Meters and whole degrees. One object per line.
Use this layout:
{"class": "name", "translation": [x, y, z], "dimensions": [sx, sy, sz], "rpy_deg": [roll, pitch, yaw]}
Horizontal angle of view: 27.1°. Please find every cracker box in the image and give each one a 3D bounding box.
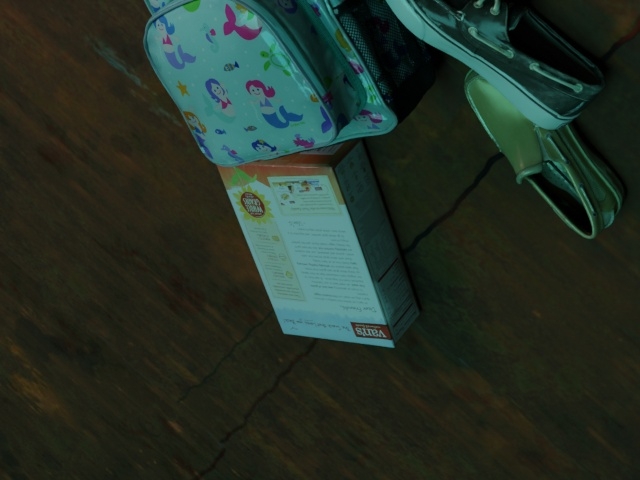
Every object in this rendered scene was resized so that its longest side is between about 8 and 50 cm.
{"class": "cracker box", "translation": [0.000, 0.000, 1.428], "dimensions": [0.155, 0.067, 0.232], "rpy_deg": [5, 127, 36]}

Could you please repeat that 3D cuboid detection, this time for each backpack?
{"class": "backpack", "translation": [-0.045, -0.200, 1.205], "dimensions": [0.225, 0.191, 0.254], "rpy_deg": [-8, 115, 43]}

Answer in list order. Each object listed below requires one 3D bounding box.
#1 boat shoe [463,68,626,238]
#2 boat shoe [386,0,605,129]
{"class": "boat shoe", "translation": [0.196, -0.080, 1.198], "dimensions": [0.190, 0.072, 0.068], "rpy_deg": [43, 140, -2]}
{"class": "boat shoe", "translation": [0.149, -0.188, 1.143], "dimensions": [0.219, 0.078, 0.070], "rpy_deg": [36, 141, -6]}
